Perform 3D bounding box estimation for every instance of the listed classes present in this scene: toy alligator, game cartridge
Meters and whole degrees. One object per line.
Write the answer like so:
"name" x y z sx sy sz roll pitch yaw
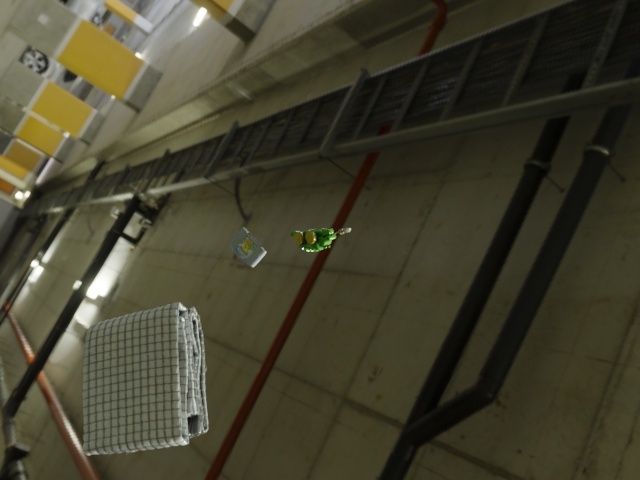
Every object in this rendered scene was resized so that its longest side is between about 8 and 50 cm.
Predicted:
"toy alligator" 0.000 0.000 1.485 0.190 0.056 0.051 -2 -81 44
"game cartridge" -0.165 0.018 1.449 0.083 0.017 0.056 46 -75 21

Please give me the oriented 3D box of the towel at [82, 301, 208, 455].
"towel" -0.356 0.290 1.326 0.235 0.121 0.283 -13 -111 13

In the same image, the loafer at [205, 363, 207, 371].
"loafer" -0.351 0.322 1.602 0.092 0.102 0.268 -28 171 -3
